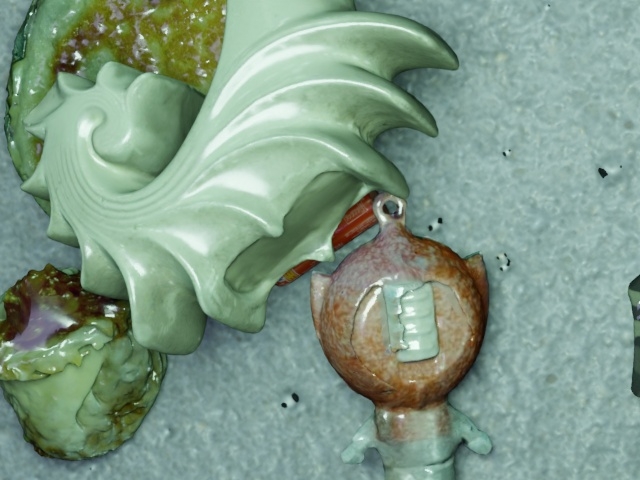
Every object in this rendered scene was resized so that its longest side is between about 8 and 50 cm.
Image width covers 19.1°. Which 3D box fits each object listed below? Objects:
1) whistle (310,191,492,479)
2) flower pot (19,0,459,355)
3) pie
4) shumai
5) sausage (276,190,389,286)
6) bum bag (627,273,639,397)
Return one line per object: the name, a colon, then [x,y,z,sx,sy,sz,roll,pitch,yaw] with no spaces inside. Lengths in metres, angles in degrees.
whistle: [0.076,0.128,1.625,0.142,0.134,0.346,-10,99,-24]
flower pot: [-0.061,-0.096,1.565,0.367,0.164,0.254,-41,68,10]
pie: [-0.155,-0.131,1.711,0.303,0.067,0.302,1,93,16]
shumai: [-0.233,0.112,1.706,0.184,0.142,0.184,0,89,18]
sausage: [0.000,0.000,1.686,0.129,0.034,0.034,-34,82,15]
bum bag: [0.400,0.118,1.539,0.340,0.095,0.144,27,85,13]
